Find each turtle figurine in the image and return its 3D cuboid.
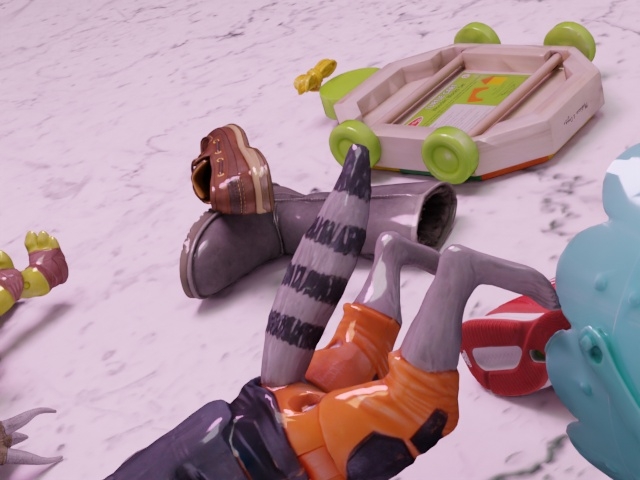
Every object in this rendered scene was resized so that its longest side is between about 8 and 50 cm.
[{"bbox_3d":[-0.319,0.071,1.081,0.269,0.087,0.217,-38,6,38],"label":"turtle figurine"}]

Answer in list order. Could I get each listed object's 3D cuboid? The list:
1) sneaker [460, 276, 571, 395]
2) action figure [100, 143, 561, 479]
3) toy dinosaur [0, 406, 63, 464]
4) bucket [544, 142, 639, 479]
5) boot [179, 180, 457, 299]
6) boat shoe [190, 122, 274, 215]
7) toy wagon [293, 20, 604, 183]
[{"bbox_3d":[0.206,0.050,0.828,0.128,0.087,0.221,-34,21,-32],"label":"sneaker"},{"bbox_3d":[-0.044,0.114,0.716,0.330,0.178,0.341,-46,21,-5],"label":"action figure"},{"bbox_3d":[-0.310,0.200,0.822,0.160,0.121,0.313,-6,31,13],"label":"toy dinosaur"},{"bbox_3d":[0.280,0.056,0.618,0.281,0.281,0.183,-26,28,-17],"label":"bucket"},{"bbox_3d":[-0.001,-0.001,1.091,0.208,0.076,0.190,9,39,29],"label":"boot"},{"bbox_3d":[-0.092,-0.066,1.106,0.060,0.064,0.178,-12,21,-13],"label":"boat shoe"},{"bbox_3d":[0.123,-0.151,1.283,0.344,0.068,0.267,9,37,40],"label":"toy wagon"}]
